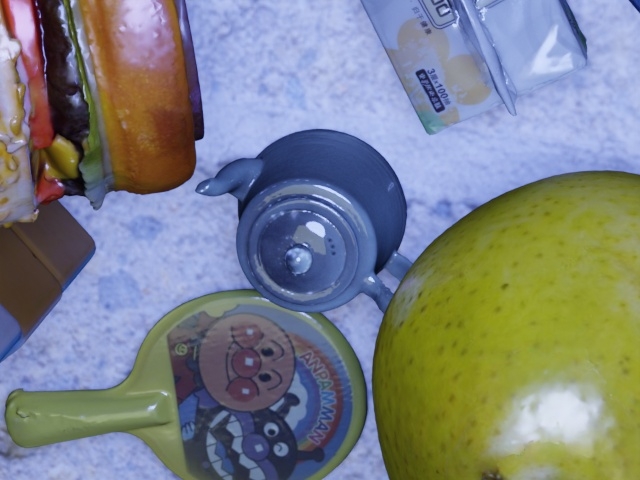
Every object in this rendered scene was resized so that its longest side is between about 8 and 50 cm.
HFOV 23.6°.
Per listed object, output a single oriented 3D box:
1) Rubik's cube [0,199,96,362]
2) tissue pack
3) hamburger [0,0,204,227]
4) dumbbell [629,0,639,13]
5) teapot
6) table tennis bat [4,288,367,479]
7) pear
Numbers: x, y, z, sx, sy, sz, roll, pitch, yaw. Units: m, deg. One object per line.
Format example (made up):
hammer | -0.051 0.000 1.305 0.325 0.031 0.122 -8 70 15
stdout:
Rubik's cube | -0.469 0.035 1.373 0.346 0.344 0.347 -38 99 18
tissue pack | 0.109 -0.217 1.292 0.159 0.145 0.229 -23 104 17
hamburger | -0.239 -0.174 1.246 0.250 0.330 0.330 -12 108 -7
dumbbell | 0.302 -0.223 1.162 0.160 0.325 0.144 -9 104 5
teapot | 0.000 0.000 1.387 0.239 0.149 0.162 33 110 -3
table tennis bat | -0.137 0.161 1.520 0.368 0.054 0.224 -5 108 7
pear | 0.224 0.125 1.256 0.362 0.418 0.362 7 117 14
